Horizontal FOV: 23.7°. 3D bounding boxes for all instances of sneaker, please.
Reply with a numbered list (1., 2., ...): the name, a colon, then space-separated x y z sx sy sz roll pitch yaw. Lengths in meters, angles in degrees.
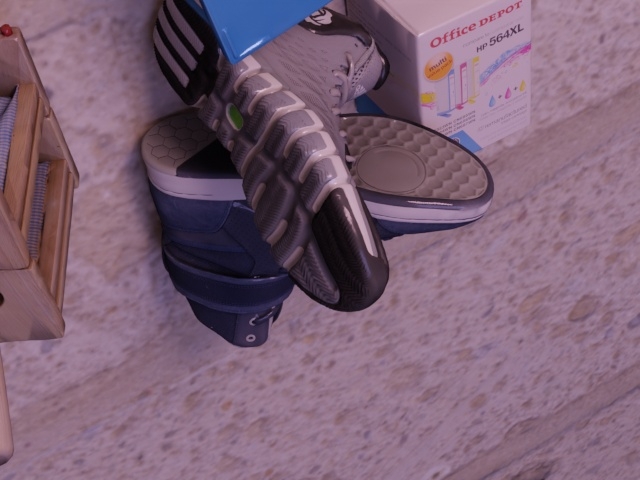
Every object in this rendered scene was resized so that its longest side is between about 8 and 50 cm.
1. sneaker: 0.007 -0.071 0.919 0.132 0.229 0.086 -19 160 -38
2. sneaker: 0.000 -0.001 1.019 0.226 0.086 0.163 6 133 8

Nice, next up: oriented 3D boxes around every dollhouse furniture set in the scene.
1. dollhouse furniture set: -0.246 -0.022 0.855 0.183 0.129 0.129 -7 138 5

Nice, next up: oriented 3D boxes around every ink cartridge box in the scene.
1. ink cartridge box: 0.079 -0.135 1.014 0.092 0.090 0.143 -27 140 -17

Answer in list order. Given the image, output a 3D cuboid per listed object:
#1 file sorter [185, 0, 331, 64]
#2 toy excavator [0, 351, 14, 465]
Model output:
1. file sorter: -0.020 -0.209 0.850 0.170 0.104 0.118 -34 141 -9
2. toy excavator: -0.406 0.080 0.656 0.432 0.222 0.445 -13 168 10
